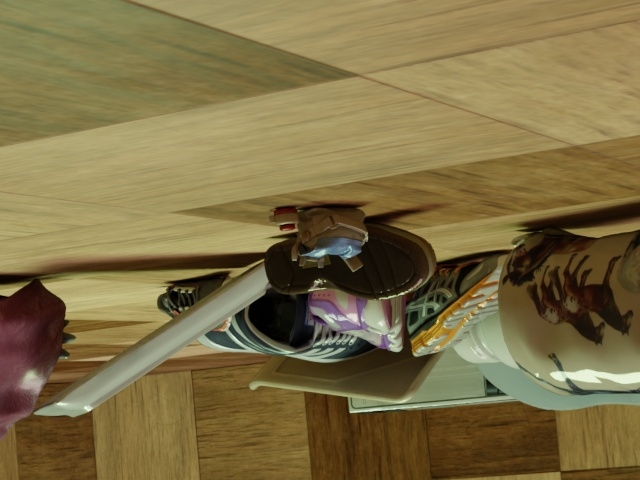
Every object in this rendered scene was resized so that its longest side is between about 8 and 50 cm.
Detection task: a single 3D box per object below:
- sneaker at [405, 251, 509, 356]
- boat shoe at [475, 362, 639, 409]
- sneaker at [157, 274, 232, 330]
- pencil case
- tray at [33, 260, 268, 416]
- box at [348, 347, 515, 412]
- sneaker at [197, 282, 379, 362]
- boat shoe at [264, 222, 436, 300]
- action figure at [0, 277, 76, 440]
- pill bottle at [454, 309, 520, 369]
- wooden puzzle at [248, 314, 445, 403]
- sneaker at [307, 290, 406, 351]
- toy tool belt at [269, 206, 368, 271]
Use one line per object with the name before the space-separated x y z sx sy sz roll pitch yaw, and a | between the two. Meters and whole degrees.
sneaker | 0.154 0.061 1.918 0.084 0.083 0.215 -7 157 -33
boat shoe | 0.357 0.121 2.130 0.156 0.136 0.367 -38 -163 -32
sneaker | -0.143 0.072 1.851 0.064 0.061 0.158 4 170 -22
pencil case | 0.344 0.049 1.513 0.159 0.184 0.410 7 169 -42
tray | -0.159 0.103 1.660 0.270 0.030 0.145 -33 -177 -21
box | 0.182 0.149 2.322 0.289 0.169 0.087 -5 171 15
sneaker | 0.000 0.092 1.958 0.282 0.099 0.153 1 173 -27
boat shoe | 0.037 0.012 1.481 0.190 0.068 0.072 2 -167 44
action figure | -0.413 0.104 1.579 0.275 0.248 0.370 22 -172 28
pill bottle | 0.268 0.089 2.001 0.131 0.131 0.229 0 172 -42
wooden puzzle | 0.056 0.141 2.114 0.238 0.044 0.221 0 -152 28
sneaker | 0.042 0.071 1.875 0.104 0.095 0.236 -1 169 10
toy tool belt | 0.000 0.000 1.335 0.083 0.051 0.052 0 172 -38
